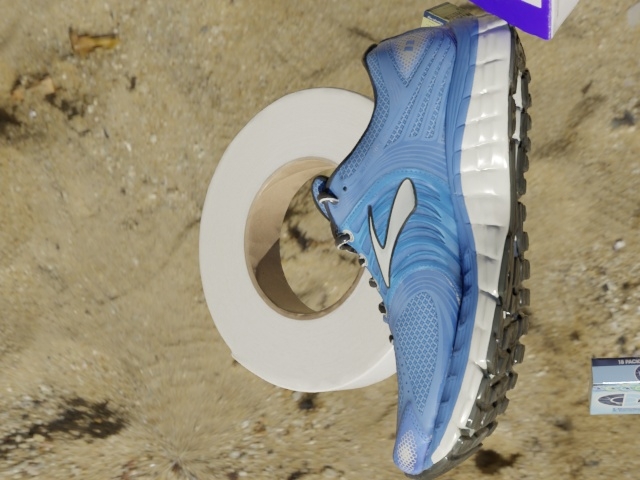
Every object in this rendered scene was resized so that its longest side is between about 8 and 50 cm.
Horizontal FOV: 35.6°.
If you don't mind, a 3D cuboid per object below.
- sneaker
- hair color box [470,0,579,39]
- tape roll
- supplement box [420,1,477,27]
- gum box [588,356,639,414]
[{"bbox_3d":[0.072,0.004,0.722,0.147,0.130,0.330,0,81,21],"label":"sneaker"},{"bbox_3d":[0.198,-0.319,0.628,0.110,0.185,0.339,36,80,22],"label":"hair color box"},{"bbox_3d":[0.000,0.000,1.281,0.072,0.392,0.392,8,72,-52],"label":"tape roll"},{"bbox_3d":[0.180,-0.266,1.354,0.083,0.083,0.056,32,42,27],"label":"supplement box"},{"bbox_3d":[0.471,0.211,1.446,0.156,0.184,0.041,-3,66,12],"label":"gum box"}]
